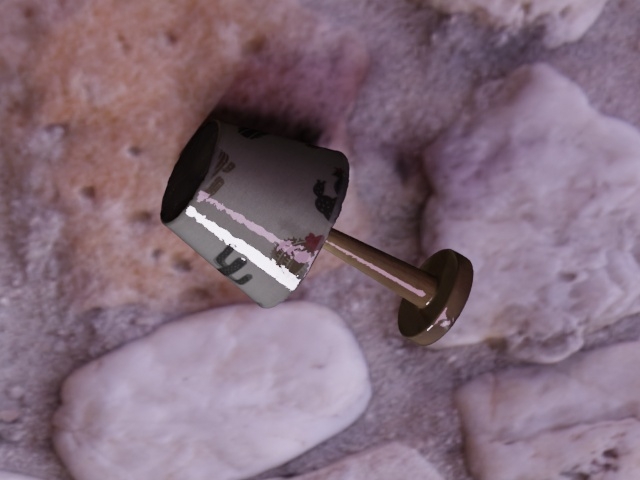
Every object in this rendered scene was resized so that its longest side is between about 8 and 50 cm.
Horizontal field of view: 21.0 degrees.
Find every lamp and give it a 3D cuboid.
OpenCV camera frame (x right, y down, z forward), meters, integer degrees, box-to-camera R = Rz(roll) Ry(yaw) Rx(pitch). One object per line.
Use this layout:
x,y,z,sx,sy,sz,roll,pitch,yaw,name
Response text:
0.000,0.000,1.192,0.214,0.121,0.121,29,118,-21,lamp
